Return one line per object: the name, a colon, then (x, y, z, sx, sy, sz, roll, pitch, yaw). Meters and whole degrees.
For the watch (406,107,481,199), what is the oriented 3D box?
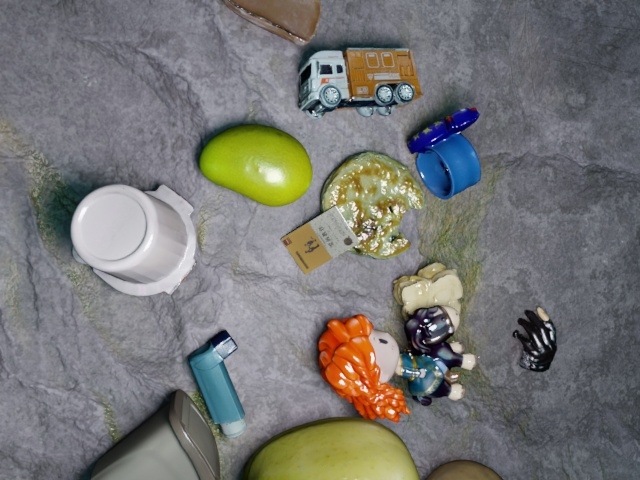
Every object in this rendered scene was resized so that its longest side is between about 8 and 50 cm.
watch: (0.342, -0.221, 1.485, 0.171, 0.196, 0.200, -26, 94, -5)

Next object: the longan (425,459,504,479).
longan: (0.396, 0.763, 1.542, 0.299, 0.243, 0.301, 2, 73, -5)

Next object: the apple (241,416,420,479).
apple: (0.030, 0.646, 1.316, 0.473, 0.473, 0.474, -1, 94, -18)

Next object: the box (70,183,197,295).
box: (-0.435, -0.016, 1.204, 0.290, 0.206, 0.263, -4, 80, 0)

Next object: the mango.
mango: (-0.147, -0.191, 1.352, 0.272, 0.149, 0.186, 24, 89, -13)

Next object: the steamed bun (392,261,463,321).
steamed bun: (0.298, 0.156, 1.542, 0.177, 0.106, 0.193, -21, 113, -2)

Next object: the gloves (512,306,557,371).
gloves: (0.654, 0.291, 1.661, 0.129, 0.106, 0.181, 4, 96, -16)

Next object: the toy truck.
toy truck: (0.095, -0.409, 1.422, 0.305, 0.136, 0.163, -7, 89, -20)

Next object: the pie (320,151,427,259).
pie: (0.141, -0.093, 1.493, 0.302, 0.067, 0.303, -2, 96, -18)

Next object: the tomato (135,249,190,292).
tomato: (-0.380, 0.053, 1.328, 0.155, 0.069, 0.156, 0, 79, 2)

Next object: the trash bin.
trash bin: (-0.378, 0.524, 1.300, 0.250, 0.220, 0.219, -35, 101, -6)

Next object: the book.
book: (0.000, 0.000, 1.445, 0.172, 0.012, 0.118, -31, 103, 12)

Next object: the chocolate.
chocolate: (-0.126, -0.577, 1.366, 0.261, 0.083, 0.161, 25, 69, -18)

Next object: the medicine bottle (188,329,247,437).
medicine bottle: (-0.241, 0.361, 1.394, 0.124, 0.079, 0.259, -20, 100, -16)

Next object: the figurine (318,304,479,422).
figurine: (0.204, 0.311, 1.439, 0.411, 0.241, 0.306, -12, 123, -6)
